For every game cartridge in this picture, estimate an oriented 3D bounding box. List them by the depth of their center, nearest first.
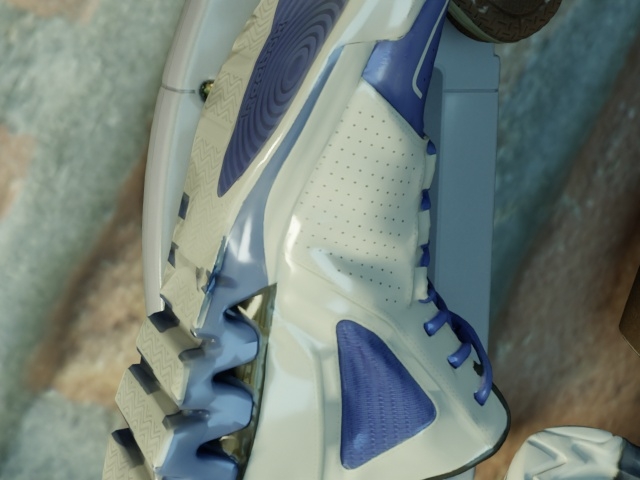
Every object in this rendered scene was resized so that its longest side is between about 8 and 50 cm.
[{"bbox_3d":[0.000,0.000,0.822,0.198,0.062,0.297,-1,101,-14],"label":"game cartridge"}]

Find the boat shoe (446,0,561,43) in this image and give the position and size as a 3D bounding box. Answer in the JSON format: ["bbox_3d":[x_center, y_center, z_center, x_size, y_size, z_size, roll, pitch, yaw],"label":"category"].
[{"bbox_3d":[0.046,-0.223,0.771,0.095,0.095,0.258,-28,100,-17],"label":"boat shoe"}]

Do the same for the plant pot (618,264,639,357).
[{"bbox_3d":[0.286,-0.004,0.849,0.215,0.215,0.230,33,104,-21],"label":"plant pot"}]

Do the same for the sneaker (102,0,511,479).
[{"bbox_3d":[0.018,0.022,0.750,0.182,0.127,0.316,16,102,-24],"label":"sneaker"}]

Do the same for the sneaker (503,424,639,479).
[{"bbox_3d":[0.217,0.188,0.877,0.234,0.153,0.094,6,61,-1],"label":"sneaker"}]
